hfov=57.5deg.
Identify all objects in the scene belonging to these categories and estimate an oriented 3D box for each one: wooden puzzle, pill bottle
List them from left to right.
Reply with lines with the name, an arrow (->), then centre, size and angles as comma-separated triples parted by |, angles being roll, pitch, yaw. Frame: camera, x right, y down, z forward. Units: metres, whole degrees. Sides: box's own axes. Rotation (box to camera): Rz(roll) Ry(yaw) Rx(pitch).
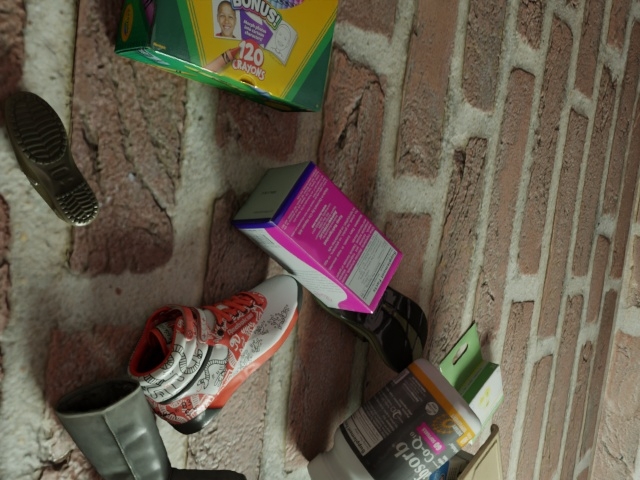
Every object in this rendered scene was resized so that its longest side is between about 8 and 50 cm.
pill bottle -> 0.123, 0.347, 1.001 | 0.278, 0.162, 0.162 | -41, 130, -3
wooden puzzle -> 0.294, 0.504, 1.118 | 0.238, 0.044, 0.221 | -35, 121, -45

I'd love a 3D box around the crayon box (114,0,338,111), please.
crayon box -> -0.105, -0.276, 0.737 | 0.278, 0.081, 0.166 | 7, 93, -48

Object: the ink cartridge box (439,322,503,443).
ink cartridge box -> 0.368, 0.343, 1.403 | 0.171, 0.056, 0.235 | -38, 126, -35

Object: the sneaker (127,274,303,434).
sneaker -> -0.134, 0.114, 0.783 | 0.270, 0.090, 0.145 | -50, 133, -25

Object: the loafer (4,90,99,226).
loafer -> -0.287, -0.080, 0.609 | 0.056, 0.050, 0.148 | -31, 104, -43

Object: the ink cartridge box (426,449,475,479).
ink cartridge box -> 0.193, 0.488, 1.157 | 0.232, 0.168, 0.171 | 25, 79, -48

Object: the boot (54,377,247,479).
boot -> -0.199, 0.257, 0.717 | 0.189, 0.076, 0.209 | -13, 108, -9

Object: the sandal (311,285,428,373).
sandal -> 0.089, 0.126, 1.040 | 0.303, 0.086, 0.120 | 44, 71, -27

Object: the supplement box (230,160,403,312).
supplement box -> 0.000, 0.000, 0.853 | 0.220, 0.111, 0.114 | 44, 66, -28
